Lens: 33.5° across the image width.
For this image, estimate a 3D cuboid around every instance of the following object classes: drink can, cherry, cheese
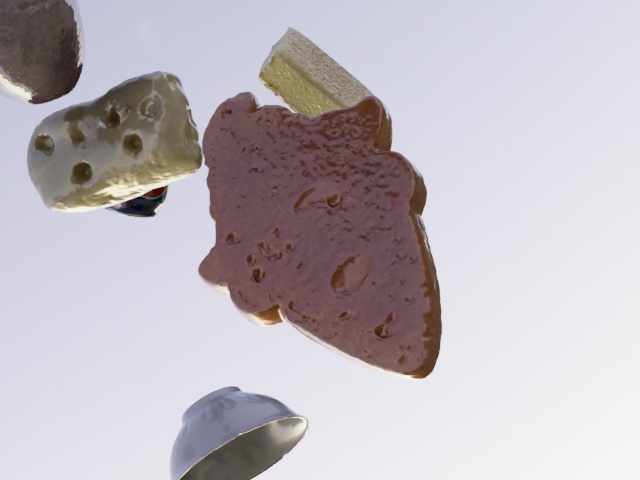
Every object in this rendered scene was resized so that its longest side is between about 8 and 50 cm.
[{"bbox_3d":[-0.282,-0.144,1.675,0.118,0.118,0.205,-8,-63,-56],"label":"drink can"},{"bbox_3d":[-0.406,-0.294,1.386,0.266,0.183,0.213,57,-153,-28],"label":"cherry"},{"bbox_3d":[-0.296,-0.134,1.496,0.263,0.159,0.093,-20,-17,21],"label":"cheese"}]

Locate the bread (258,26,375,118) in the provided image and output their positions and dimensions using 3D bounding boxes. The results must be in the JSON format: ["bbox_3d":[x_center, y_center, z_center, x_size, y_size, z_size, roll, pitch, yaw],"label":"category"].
[{"bbox_3d":[-0.002,-0.229,1.620,0.068,0.188,0.125,-46,13,30],"label":"bread"}]

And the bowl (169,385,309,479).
[{"bbox_3d":[-0.114,0.233,1.293,0.189,0.086,0.189,-26,-25,-13],"label":"bowl"}]

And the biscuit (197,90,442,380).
[{"bbox_3d":[0.001,-0.010,0.752,0.183,0.280,0.043,-42,-30,5],"label":"biscuit"}]
